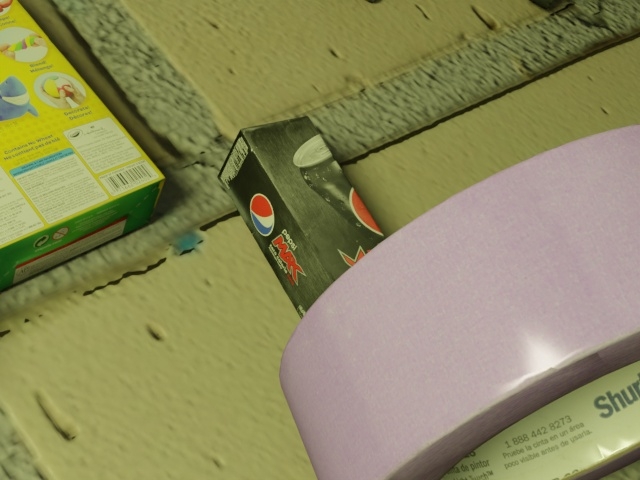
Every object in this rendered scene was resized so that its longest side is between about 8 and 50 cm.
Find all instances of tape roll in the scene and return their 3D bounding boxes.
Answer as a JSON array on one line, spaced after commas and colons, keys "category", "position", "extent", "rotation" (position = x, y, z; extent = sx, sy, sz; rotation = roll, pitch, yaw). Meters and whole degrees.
[{"category": "tape roll", "position": [0.121, 0.060, 0.514], "extent": [0.274, 0.275, 0.090], "rotation": [-8, 58, -30]}]

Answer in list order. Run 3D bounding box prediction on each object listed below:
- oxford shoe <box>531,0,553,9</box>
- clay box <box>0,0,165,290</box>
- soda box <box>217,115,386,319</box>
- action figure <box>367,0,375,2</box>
[{"category": "oxford shoe", "position": [0.215, -0.328, 0.994], "extent": [0.096, 0.083, 0.227], "rotation": [24, 47, 0]}, {"category": "clay box", "position": [-0.215, -0.081, 0.616], "extent": [0.127, 0.053, 0.222], "rotation": [-28, 68, -38]}, {"category": "soda box", "position": [0.000, 0.000, 0.654], "extent": [0.060, 0.053, 0.169], "rotation": [-15, 63, -33]}, {"category": "action figure", "position": [-0.081, -0.270, 0.752], "extent": [0.330, 0.179, 0.341], "rotation": [0, 30, -19]}]
